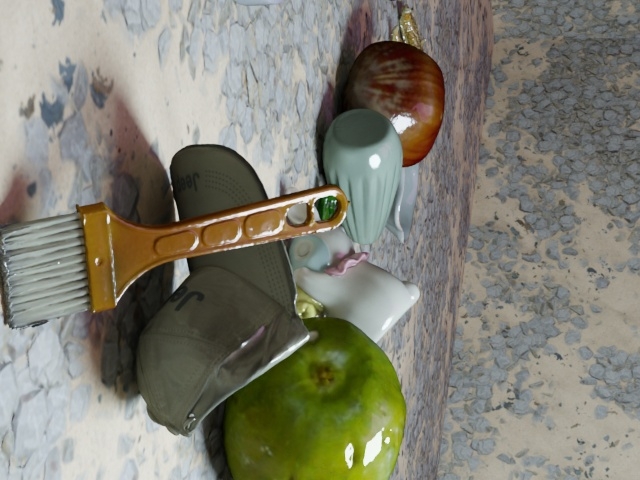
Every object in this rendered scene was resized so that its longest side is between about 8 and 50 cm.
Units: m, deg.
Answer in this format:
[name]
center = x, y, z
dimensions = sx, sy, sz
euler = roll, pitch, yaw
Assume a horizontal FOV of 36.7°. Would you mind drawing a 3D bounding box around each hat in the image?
[hat]
center = -0.129, 0.047, 0.912
dimensions = 0.149, 0.214, 0.244
euler = -28, 94, -33

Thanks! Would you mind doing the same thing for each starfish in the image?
[starfish]
center = 0.197, -0.345, 2.069
dimensions = 0.299, 0.060, 0.302
euler = -25, 117, -75

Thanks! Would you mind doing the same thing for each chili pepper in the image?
[chili pepper]
center = 0.002, 0.002, 1.473
dimensions = 0.073, 0.050, 0.182
euler = 62, 32, -49

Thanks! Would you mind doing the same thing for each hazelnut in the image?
[hazelnut]
center = 0.118, -0.233, 1.652
dimensions = 0.181, 0.181, 0.212
euler = 164, -68, -77

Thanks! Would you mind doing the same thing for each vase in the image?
[vase]
center = 0.068, -0.093, 1.565
dimensions = 0.248, 0.128, 0.128
euler = 85, 16, -50

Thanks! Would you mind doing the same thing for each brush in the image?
[brush]
center = -0.107, -0.003, 0.797
dimensions = 0.314, 0.017, 0.090
euler = -13, 114, -29

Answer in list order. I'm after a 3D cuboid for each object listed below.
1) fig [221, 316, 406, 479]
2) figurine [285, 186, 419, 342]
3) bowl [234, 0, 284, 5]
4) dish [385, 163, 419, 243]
[fig]
center = 0.002, 0.254, 1.202
dimensions = 0.233, 0.233, 0.314
euler = -69, 150, -47
[figurine]
center = 0.004, 0.050, 1.342
dimensions = 0.155, 0.235, 0.127
euler = -48, 171, 9
[bowl]
center = -0.028, -0.418, 1.119
dimensions = 0.287, 0.144, 0.287
euler = 3, 90, -75
[dish]
center = 0.139, -0.110, 1.881
dimensions = 0.229, 0.081, 0.229
euler = 5, 90, -77
